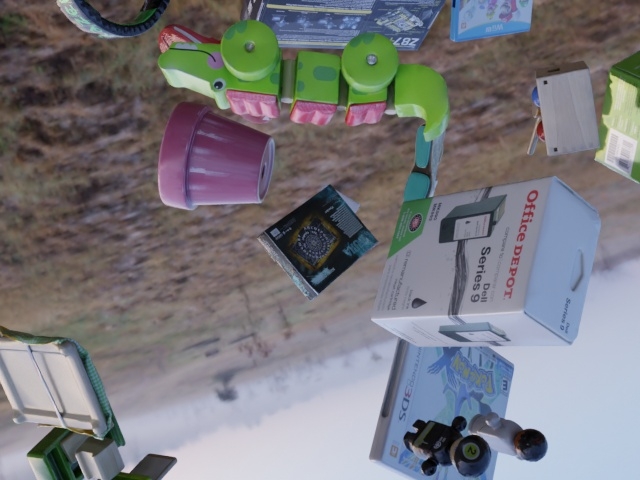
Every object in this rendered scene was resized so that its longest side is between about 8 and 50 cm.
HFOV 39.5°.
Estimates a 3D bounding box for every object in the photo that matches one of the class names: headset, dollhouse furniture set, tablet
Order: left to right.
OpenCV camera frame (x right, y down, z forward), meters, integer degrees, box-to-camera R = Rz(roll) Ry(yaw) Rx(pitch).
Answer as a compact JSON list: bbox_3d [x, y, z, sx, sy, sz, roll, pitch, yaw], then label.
[{"bbox_3d":[-0.346,0.234,1.327,0.198,0.301,0.151,-1,-154,33],"label":"dollhouse furniture set"},{"bbox_3d":[-0.355,-0.530,1.542,0.185,0.394,0.243,2,152,38],"label":"headset"},{"bbox_3d":[0.033,-0.074,1.787,0.054,0.083,0.006,-58,177,-27],"label":"tablet"}]

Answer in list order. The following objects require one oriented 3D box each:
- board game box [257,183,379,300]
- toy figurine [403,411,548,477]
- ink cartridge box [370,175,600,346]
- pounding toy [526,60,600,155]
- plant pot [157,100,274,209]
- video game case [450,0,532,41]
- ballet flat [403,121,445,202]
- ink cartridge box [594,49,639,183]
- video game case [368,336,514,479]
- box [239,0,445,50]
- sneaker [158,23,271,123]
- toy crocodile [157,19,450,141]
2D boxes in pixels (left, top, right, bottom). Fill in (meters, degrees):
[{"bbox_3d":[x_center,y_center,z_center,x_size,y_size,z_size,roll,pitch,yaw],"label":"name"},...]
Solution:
[{"bbox_3d":[0.000,0.000,1.384,0.026,0.126,0.186,-41,178,43],"label":"board game box"},{"bbox_3d":[0.234,0.361,1.307,0.210,0.212,0.148,3,180,-34],"label":"toy figurine"},{"bbox_3d":[0.235,0.038,1.292,0.122,0.211,0.289,32,155,-33],"label":"ink cartridge box"},{"bbox_3d":[0.337,-0.180,1.273,0.100,0.130,0.141,-9,-166,15],"label":"pounding toy"},{"bbox_3d":[-0.187,-0.149,1.671,0.180,0.201,0.201,10,177,6],"label":"plant pot"},{"bbox_3d":[0.224,-0.345,1.140,0.119,0.166,0.015,-13,-149,-21],"label":"video game case"},{"bbox_3d":[0.185,-0.120,1.527,0.052,0.168,0.057,-5,-158,-43],"label":"ballet flat"},{"bbox_3d":[0.577,-0.235,1.452,0.255,0.097,0.188,-31,138,-26],"label":"ink cartridge box"},{"bbox_3d":[0.234,0.308,1.636,0.036,0.299,0.329,-7,149,44],"label":"video game case"},{"bbox_3d":[0.069,-0.513,1.758,0.395,0.097,0.318,-4,149,-21],"label":"box"},{"bbox_3d":[-0.152,-0.297,1.461,0.087,0.221,0.128,-30,-152,46],"label":"sneaker"},{"bbox_3d":[-0.017,-0.180,1.035,0.341,0.105,0.115,5,170,-2],"label":"toy crocodile"}]
